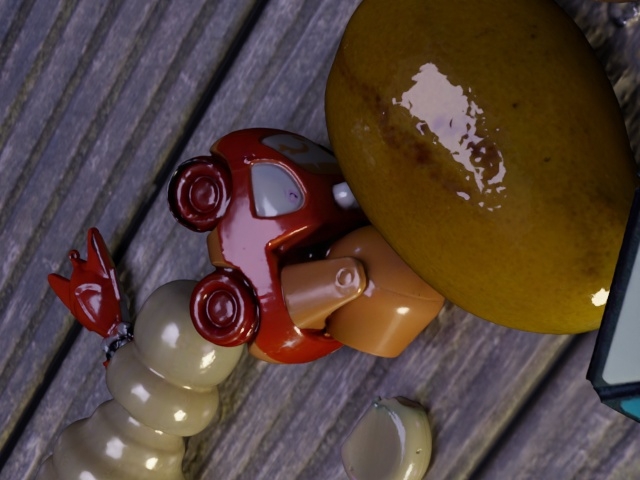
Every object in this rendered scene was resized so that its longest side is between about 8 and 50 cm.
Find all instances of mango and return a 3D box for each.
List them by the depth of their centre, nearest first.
[{"bbox_3d":[0.157,-0.078,1.670,0.264,0.221,0.378,-45,73,30],"label":"mango"}]

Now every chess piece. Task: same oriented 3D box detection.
[{"bbox_3d":[-0.183,0.180,2.036,0.167,0.167,0.299,39,109,33],"label":"chess piece"}]

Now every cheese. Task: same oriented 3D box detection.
[{"bbox_3d":[0.057,0.233,1.881,0.092,0.048,0.171,43,119,33],"label":"cheese"}]

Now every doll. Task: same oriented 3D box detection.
[{"bbox_3d":[-0.253,0.081,2.138,0.109,0.057,0.169,-44,64,37],"label":"doll"}]

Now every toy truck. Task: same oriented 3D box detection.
[{"bbox_3d":[0.000,0.000,1.838,0.239,0.189,0.264,-18,79,30],"label":"toy truck"}]

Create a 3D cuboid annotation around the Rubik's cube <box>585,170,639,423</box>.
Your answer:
[{"bbox_3d":[0.372,0.020,1.383,0.246,0.250,0.248,26,142,22],"label":"Rubik's cube"}]

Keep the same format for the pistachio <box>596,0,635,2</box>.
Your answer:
[{"bbox_3d":[0.266,-0.296,1.599,0.261,0.163,0.212,-14,50,43],"label":"pistachio"}]
